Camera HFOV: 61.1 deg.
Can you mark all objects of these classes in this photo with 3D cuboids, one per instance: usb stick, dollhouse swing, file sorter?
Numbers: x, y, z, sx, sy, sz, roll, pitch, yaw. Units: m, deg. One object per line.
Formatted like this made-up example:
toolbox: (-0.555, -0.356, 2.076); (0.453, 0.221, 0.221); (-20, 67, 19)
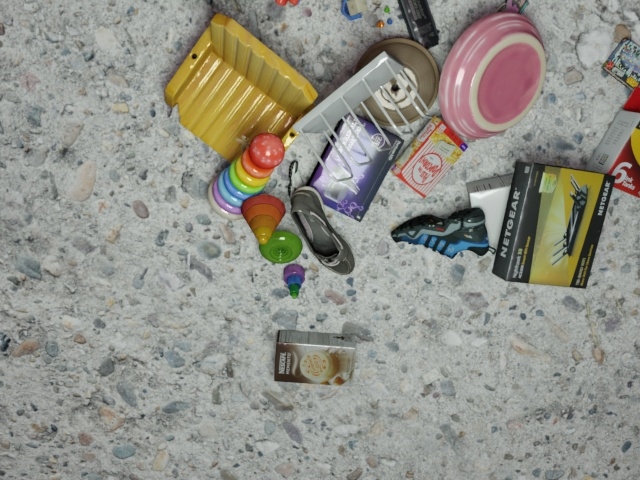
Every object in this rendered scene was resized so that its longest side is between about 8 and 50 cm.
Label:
usb stick: (0.242, -0.645, 1.445); (0.077, 0.045, 0.278); (-24, 105, -1)
dollhouse swing: (-0.212, -0.349, 1.388); (0.347, 0.305, 0.315); (37, 102, -12)
file sorter: (0.115, -0.294, 1.335); (0.278, 0.193, 0.173); (-35, 87, 22)

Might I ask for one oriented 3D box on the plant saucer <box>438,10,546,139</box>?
plant saucer: (0.466, -0.417, 1.418); (0.332, 0.084, 0.332); (-14, 124, -22)

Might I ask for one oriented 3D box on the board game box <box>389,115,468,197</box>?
board game box: (0.306, -0.232, 1.531); (0.147, 0.045, 0.193); (28, 107, -40)

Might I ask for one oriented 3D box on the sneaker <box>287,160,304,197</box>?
sneaker: (-0.070, -0.179, 1.581); (0.044, 0.040, 0.109); (-2, 111, -16)

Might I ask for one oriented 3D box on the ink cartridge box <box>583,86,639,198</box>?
ink cartridge box: (0.962, -0.243, 1.517); (0.309, 0.130, 0.272); (20, 110, -6)

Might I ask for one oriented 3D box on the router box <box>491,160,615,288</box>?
router box: (0.602, -0.038, 1.412); (0.243, 0.081, 0.309); (5, 103, -13)

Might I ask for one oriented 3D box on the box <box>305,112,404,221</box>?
box: (0.092, -0.212, 1.539); (0.184, 0.103, 0.261); (25, 104, -10)

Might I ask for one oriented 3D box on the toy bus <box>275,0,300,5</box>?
toy bus: (-0.048, -0.680, 1.346); (0.149, 0.220, 0.211); (31, 109, -6)

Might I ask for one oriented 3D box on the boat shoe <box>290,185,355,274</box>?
boat shoe: (0.000, 0.000, 1.551); (0.112, 0.095, 0.335); (-10, 129, 27)

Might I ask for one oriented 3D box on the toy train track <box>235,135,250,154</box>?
toy train track: (-0.200, -0.251, 1.437); (0.048, 0.083, 0.014); (24, 61, 8)

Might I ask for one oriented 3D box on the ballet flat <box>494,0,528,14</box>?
ballet flat: (0.478, -0.556, 1.466); (0.079, 0.077, 0.221); (24, 102, 11)

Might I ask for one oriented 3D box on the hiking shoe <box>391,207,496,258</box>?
hiking shoe: (0.329, -0.002, 1.527); (0.304, 0.113, 0.132); (-6, 110, 47)

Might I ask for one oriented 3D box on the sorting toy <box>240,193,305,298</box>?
sorting toy: (-0.118, 0.041, 1.515); (0.127, 0.126, 0.365); (-13, 136, 9)

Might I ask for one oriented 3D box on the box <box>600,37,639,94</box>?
box: (0.867, -0.483, 1.511); (0.137, 0.027, 0.094); (31, 104, -10)

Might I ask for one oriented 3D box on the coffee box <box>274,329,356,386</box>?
coffee box: (-0.018, 0.369, 1.703); (0.246, 0.098, 0.141); (4, 106, -2)

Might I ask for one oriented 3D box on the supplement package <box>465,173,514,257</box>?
supplement package: (0.534, -0.078, 1.541); (0.203, 0.149, 0.194); (-9, 107, 14)

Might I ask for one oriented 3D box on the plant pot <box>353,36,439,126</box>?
plant pot: (0.201, -0.418, 1.455); (0.237, 0.110, 0.237); (3, 112, 7)

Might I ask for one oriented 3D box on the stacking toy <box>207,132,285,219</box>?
stacking toy: (-0.183, -0.176, 1.432); (0.141, 0.141, 0.330); (39, 145, -11)

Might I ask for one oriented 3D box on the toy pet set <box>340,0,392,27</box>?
toy pet set: (0.118, -0.623, 1.453); (0.114, 0.065, 0.122); (-29, 111, -29)
